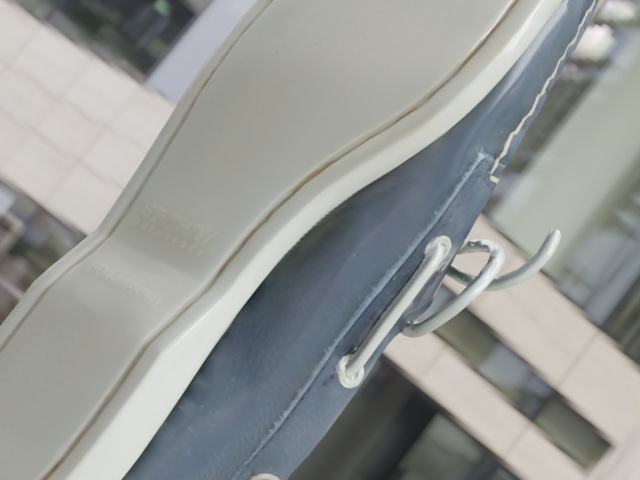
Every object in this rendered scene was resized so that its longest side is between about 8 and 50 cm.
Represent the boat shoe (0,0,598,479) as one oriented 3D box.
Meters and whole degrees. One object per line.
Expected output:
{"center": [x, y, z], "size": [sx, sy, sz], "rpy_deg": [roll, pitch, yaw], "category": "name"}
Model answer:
{"center": [0.000, 0.000, 0.492], "size": [0.095, 0.254, 0.079], "rpy_deg": [23, -19, 47], "category": "boat shoe"}
